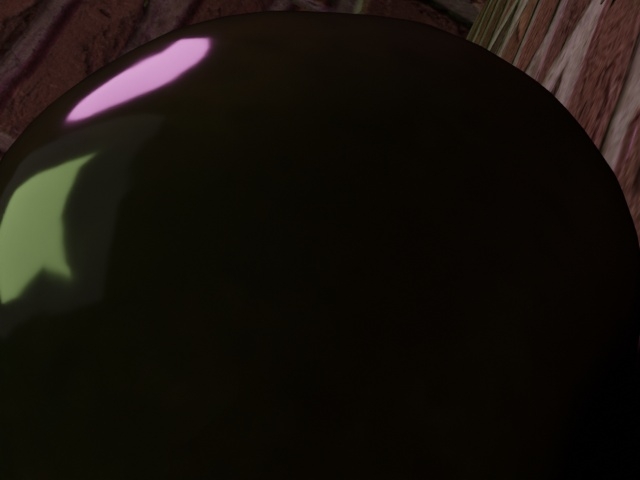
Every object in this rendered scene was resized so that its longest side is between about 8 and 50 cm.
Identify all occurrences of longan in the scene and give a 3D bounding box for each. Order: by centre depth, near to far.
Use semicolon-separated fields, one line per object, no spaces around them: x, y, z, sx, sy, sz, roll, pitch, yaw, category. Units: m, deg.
-0.001;0.033;0.526;0.246;0.246;0.215;-63;14;-5;longan

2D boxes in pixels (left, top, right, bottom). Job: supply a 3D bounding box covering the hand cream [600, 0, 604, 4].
0.241;-0.264;1.150;0.076;0.047;0.174;122;167;-64;hand cream
